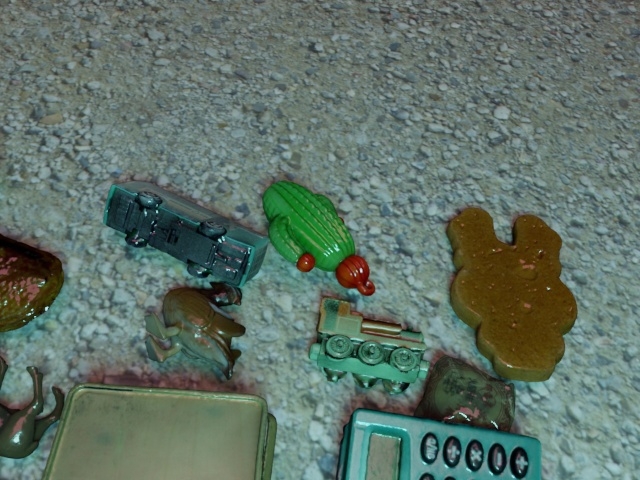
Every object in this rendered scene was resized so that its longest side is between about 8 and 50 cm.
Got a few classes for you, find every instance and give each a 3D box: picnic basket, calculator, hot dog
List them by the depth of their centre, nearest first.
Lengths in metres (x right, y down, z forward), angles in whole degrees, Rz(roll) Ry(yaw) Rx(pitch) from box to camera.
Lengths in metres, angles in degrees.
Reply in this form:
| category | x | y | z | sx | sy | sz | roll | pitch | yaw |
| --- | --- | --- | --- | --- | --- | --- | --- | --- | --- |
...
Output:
| category | x | y | z | sx | sy | sz | roll | pitch | yaw |
| --- | --- | --- | --- | --- | --- | --- | --- | --- | --- |
| picnic basket | -0.190 | 0.280 | 0.840 | 0.267 | 0.139 | 0.165 | 5 | 49 | -3 |
| calculator | 0.146 | 0.343 | 0.849 | 0.274 | 0.058 | 0.248 | 10 | 65 | -1 |
| hot dog | -0.488 | 0.051 | 1.026 | 0.227 | 0.099 | 0.160 | 21 | 51 | 9 |

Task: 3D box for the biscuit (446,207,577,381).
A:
| category | x | y | z | sx | sy | sz | roll | pitch | yaw |
| --- | --- | --- | --- | --- | --- | --- | --- | --- | --- |
| biscuit | 0.308 | 0.080 | 1.133 | 0.202 | 0.047 | 0.333 | 5 | 47 | -2 |

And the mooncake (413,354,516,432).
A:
| category | x | y | z | sx | sy | sz | roll | pitch | yaw |
| --- | --- | --- | --- | --- | --- | --- | --- | --- | --- |
| mooncake | 0.203 | 0.234 | 0.972 | 0.130 | 0.073 | 0.125 | 20 | 52 | 12 |

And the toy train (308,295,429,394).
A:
| category | x | y | z | sx | sy | sz | roll | pitch | yaw |
| --- | --- | --- | --- | --- | --- | --- | --- | --- | --- |
| toy train | 0.073 | 0.153 | 1.028 | 0.176 | 0.074 | 0.118 | 8 | 46 | 3 |

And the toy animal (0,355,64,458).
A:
| category | x | y | z | sx | sy | sz | roll | pitch | yaw |
| --- | --- | --- | --- | --- | --- | --- | --- | --- | --- |
| toy animal | -0.459 | 0.222 | 0.891 | 0.214 | 0.093 | 0.186 | 25 | 59 | 4 |

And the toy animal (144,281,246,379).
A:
| category | x | y | z | sx | sy | sz | roll | pitch | yaw |
| --- | --- | --- | --- | --- | --- | --- | --- | --- | --- |
| toy animal | -0.157 | 0.127 | 1.019 | 0.179 | 0.089 | 0.188 | -22 | 49 | -41 |

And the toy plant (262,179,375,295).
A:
| category | x | y | z | sx | sy | sz | roll | pitch | yaw |
| --- | --- | --- | --- | --- | --- | --- | --- | --- | --- |
| toy plant | -0.013 | -0.005 | 1.132 | 0.155 | 0.088 | 0.240 | 8 | 41 | -31 |

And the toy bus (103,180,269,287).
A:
| category | x | y | z | sx | sy | sz | roll | pitch | yaw |
| --- | --- | --- | --- | --- | --- | --- | --- | --- | --- |
| toy bus | -0.215 | -0.014 | 1.114 | 0.262 | 0.091 | 0.109 | 26 | 20 | 13 |
